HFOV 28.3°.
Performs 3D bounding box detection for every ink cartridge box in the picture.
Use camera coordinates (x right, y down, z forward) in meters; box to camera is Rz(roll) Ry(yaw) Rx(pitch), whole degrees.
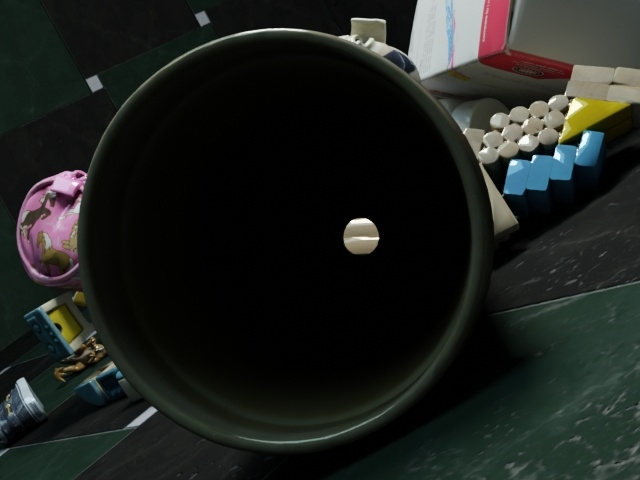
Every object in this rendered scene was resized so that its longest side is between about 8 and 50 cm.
[{"bbox_3d":[0.259,-0.236,1.507,0.226,0.131,0.306,10,-1,-18],"label":"ink cartridge box"}]

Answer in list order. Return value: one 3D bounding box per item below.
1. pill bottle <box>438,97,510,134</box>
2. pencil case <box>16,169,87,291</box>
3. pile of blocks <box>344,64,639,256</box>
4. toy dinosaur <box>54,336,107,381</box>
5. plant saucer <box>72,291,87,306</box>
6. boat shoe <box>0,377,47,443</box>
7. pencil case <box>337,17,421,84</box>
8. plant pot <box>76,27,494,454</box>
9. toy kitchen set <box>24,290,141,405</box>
[{"bbox_3d":[0.136,-0.116,1.629,0.221,0.121,0.121,-8,24,46],"label":"pill bottle"},{"bbox_3d":[-0.271,0.002,1.918,0.167,0.160,0.386,-30,-22,27],"label":"pencil case"},{"bbox_3d":[0.185,-0.046,1.279,0.362,0.149,0.112,-24,-34,1],"label":"pile of blocks"},{"bbox_3d":[-0.426,0.208,2.234,0.211,0.064,0.112,-16,-1,35],"label":"toy dinosaur"},{"bbox_3d":[-0.288,-0.012,2.425,0.332,0.081,0.333,-55,-12,23],"label":"plant saucer"},{"bbox_3d":[-0.489,0.272,2.024,0.083,0.065,0.183,-34,9,-12],"label":"boat shoe"},{"bbox_3d":[-0.006,-0.062,1.420,0.160,0.183,0.410,4,47,20],"label":"pencil case"},{"bbox_3d":[0.000,0.000,1.077,0.323,0.323,0.280,-31,-8,14],"label":"plant pot"},{"bbox_3d":[-0.299,0.138,1.728,0.207,0.166,0.122,-27,11,38],"label":"toy kitchen set"}]
